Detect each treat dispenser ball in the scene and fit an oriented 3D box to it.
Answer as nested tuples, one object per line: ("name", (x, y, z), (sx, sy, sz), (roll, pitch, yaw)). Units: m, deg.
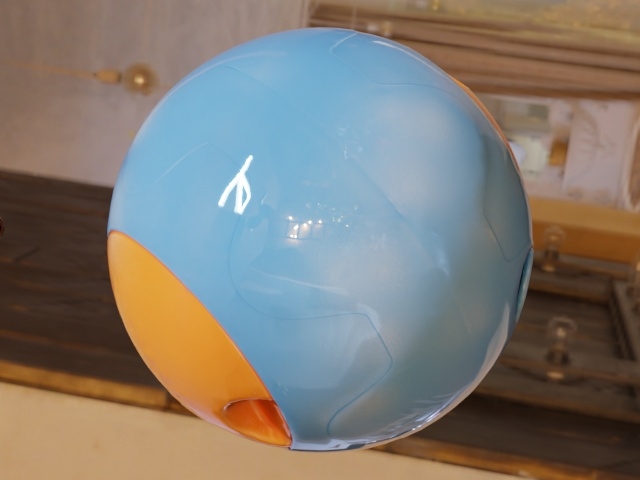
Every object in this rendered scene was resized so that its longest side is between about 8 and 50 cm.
("treat dispenser ball", (0.000, 0.000, 0.757), (0.288, 0.288, 0.288), (9, -90, -81))

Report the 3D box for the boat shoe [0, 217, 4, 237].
("boat shoe", (-0.402, 0.020, 1.123), (0.207, 0.073, 0.073), (-58, -27, -53))
